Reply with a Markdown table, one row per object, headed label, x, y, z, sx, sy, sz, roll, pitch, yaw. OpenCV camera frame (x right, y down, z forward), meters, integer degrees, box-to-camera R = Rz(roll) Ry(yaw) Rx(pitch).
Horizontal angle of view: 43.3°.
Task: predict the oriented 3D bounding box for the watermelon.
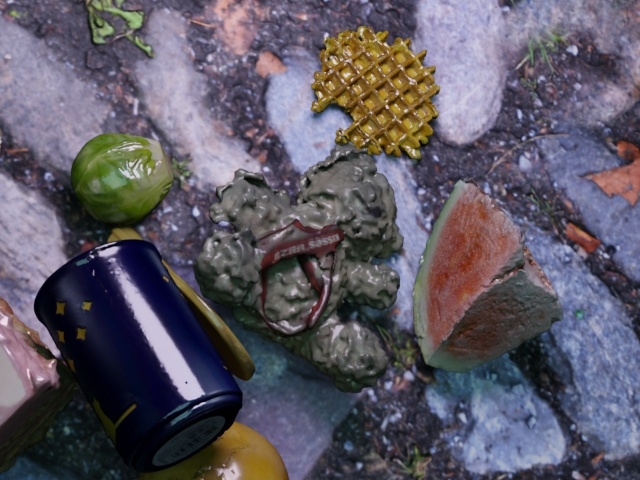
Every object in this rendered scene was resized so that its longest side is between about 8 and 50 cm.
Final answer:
| label | x | y | z | sx | sy | sz | roll | pitch | yaw |
| --- | --- | --- | --- | --- | --- | --- | --- | --- | --- |
| watermelon | 0.258 | 0.053 | 1.291 | 0.193 | 0.232 | 0.310 | 50 | 52 | -35 |

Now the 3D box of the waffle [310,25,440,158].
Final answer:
| label | x | y | z | sx | sy | sz | roll | pitch | yaw |
| --- | --- | --- | --- | --- | --- | --- | --- | --- | --- |
| waffle | 0.095 | -0.255 | 1.390 | 0.229 | 0.051 | 0.231 | 11 | 77 | -10 |

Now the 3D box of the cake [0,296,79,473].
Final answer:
| label | x | y | z | sx | sy | sz | roll | pitch | yaw |
| --- | --- | --- | --- | --- | --- | --- | --- | --- | --- |
| cake | -0.510 | 0.183 | 1.046 | 0.314 | 0.307 | 0.293 | 41 | 76 | -2 |

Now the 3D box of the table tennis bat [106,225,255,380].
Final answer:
| label | x | y | z | sx | sy | sz | roll | pitch | yaw |
| --- | --- | --- | --- | --- | --- | --- | --- | --- | --- |
| table tennis bat | -0.210 | 0.089 | 1.202 | 0.050 | 0.198 | 0.321 | -41 | 68 | -18 |

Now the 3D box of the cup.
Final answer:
| label | x | y | z | sx | sy | sz | roll | pitch | yaw |
| --- | --- | --- | --- | --- | --- | --- | --- | --- | --- |
| cup | -0.225 | 0.167 | 1.068 | 0.178 | 0.255 | 0.256 | -32 | 67 | -11 |

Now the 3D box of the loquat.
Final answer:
| label | x | y | z | sx | sy | sz | roll | pitch | yaw |
| --- | --- | --- | --- | --- | --- | --- | --- | --- | --- |
| loquat | -0.148 | 0.366 | 1.128 | 0.235 | 0.235 | 0.234 | 2 | 79 | -12 |

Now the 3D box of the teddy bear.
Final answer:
| label | x | y | z | sx | sy | sz | roll | pitch | yaw |
| --- | --- | --- | --- | --- | --- | --- | --- | --- | --- |
| teddy bear | 0.000 | 0.000 | 1.245 | 0.357 | 0.224 | 0.367 | 39 | 72 | -22 |

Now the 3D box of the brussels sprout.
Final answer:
| label | x | y | z | sx | sy | sz | roll | pitch | yaw |
| --- | --- | --- | --- | --- | --- | --- | --- | --- | --- |
| brussels sprout | -0.304 | -0.096 | 1.241 | 0.155 | 0.117 | 0.155 | 0 | 80 | -2 |
